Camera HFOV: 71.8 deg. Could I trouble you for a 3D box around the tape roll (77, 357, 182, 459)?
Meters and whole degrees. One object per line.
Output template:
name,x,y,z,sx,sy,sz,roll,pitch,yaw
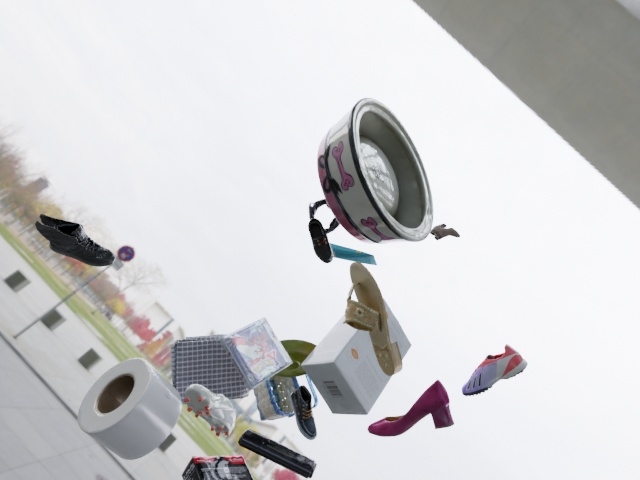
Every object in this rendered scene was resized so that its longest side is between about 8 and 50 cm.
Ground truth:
tape roll,-0.572,0.507,1.341,0.246,0.246,0.169,18,-36,46

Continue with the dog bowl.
dog bowl,0.150,-0.171,1.217,0.150,0.408,0.408,-20,-66,35

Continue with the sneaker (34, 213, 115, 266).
sneaker,-0.546,0.001,0.996,0.170,0.051,0.089,20,-47,-21

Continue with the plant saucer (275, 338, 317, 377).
plant saucer,-0.109,0.440,1.612,0.241,0.240,0.037,75,6,-46

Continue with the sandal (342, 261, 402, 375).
sandal,0.085,0.163,0.888,0.088,0.079,0.240,-33,-105,61

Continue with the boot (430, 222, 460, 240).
boot,0.557,-0.028,1.995,0.118,0.087,0.042,42,-22,38

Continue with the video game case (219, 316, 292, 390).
video game case,-0.203,0.358,1.427,0.023,0.201,0.183,-43,-105,34

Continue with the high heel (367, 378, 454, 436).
high heel,0.227,0.450,1.181,0.244,0.082,0.117,-21,-102,29

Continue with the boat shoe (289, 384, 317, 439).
boat shoe,-0.053,0.620,1.597,0.183,0.065,0.083,60,-43,28

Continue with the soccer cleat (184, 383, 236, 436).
soccer cleat,-0.254,0.381,1.029,0.068,0.076,0.196,-9,-51,16

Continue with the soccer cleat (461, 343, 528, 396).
soccer cleat,0.696,0.542,1.836,0.116,0.108,0.318,53,-54,13

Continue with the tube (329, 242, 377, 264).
tube,0.108,0.052,1.643,0.207,0.052,0.080,13,-19,24

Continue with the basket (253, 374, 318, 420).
basket,-0.153,0.649,1.950,0.289,0.201,0.255,-37,-122,30

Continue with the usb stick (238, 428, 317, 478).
usb stick,-0.147,0.723,1.505,0.277,0.045,0.077,20,13,12

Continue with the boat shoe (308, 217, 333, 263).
boat shoe,-0.002,0.001,1.226,0.042,0.048,0.133,83,-13,-72

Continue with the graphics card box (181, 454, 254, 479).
graphics card box,-0.301,0.909,1.499,0.232,0.094,0.371,26,10,-44

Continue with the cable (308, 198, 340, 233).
cable,0.022,-0.103,2.010,0.047,0.150,0.185,98,-12,-63

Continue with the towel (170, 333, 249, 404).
towel,-0.403,0.472,1.630,0.121,0.283,0.235,180,-90,-69

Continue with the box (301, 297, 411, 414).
box,0.133,0.392,1.521,0.168,0.345,0.215,-21,-76,45
